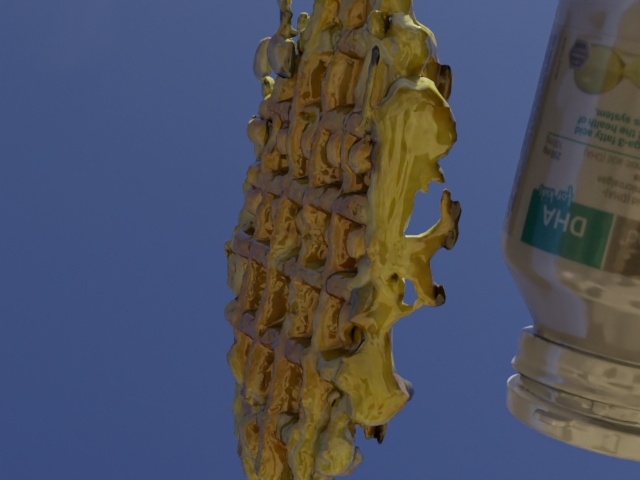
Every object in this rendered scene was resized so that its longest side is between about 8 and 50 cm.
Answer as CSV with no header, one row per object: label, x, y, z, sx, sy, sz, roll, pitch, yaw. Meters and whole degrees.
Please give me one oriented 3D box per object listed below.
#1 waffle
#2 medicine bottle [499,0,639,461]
waffle,0.003,0.000,0.821,0.060,0.262,0.280,5,-37,-22
medicine bottle,0.155,-0.012,0.725,0.135,0.135,0.215,11,-81,-17
